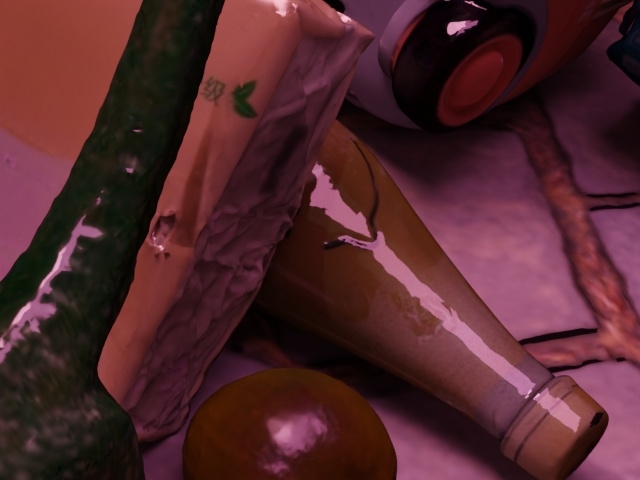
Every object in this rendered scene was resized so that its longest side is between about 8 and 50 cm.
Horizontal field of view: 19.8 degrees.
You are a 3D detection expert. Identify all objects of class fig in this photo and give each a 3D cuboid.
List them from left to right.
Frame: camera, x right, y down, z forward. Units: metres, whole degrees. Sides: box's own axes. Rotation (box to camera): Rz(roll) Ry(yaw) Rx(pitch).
[{"bbox_3d":[-0.016,0.079,0.648,0.074,0.074,0.088,-18,29,-29],"label":"fig"}]

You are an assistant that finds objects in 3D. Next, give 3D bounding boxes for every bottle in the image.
[{"bbox_3d":[0.000,0.000,0.727,0.270,0.083,0.083,41,49,21],"label":"bottle"}]

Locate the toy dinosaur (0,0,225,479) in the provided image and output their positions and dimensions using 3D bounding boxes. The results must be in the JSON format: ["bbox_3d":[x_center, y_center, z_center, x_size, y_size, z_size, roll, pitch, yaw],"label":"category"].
[{"bbox_3d":[-0.100,0.046,0.489,0.087,0.301,0.447,26,42,12],"label":"toy dinosaur"}]

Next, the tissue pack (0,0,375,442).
[{"bbox_3d":[-0.115,-0.053,0.680,0.222,0.186,0.090,32,14,17],"label":"tissue pack"}]

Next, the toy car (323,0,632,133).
[{"bbox_3d":[0.084,-0.186,0.817,0.212,0.270,0.180,-18,52,-41],"label":"toy car"}]

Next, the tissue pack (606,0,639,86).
[{"bbox_3d":[0.288,-0.083,0.793,0.271,0.192,0.134,39,17,25],"label":"tissue pack"}]
